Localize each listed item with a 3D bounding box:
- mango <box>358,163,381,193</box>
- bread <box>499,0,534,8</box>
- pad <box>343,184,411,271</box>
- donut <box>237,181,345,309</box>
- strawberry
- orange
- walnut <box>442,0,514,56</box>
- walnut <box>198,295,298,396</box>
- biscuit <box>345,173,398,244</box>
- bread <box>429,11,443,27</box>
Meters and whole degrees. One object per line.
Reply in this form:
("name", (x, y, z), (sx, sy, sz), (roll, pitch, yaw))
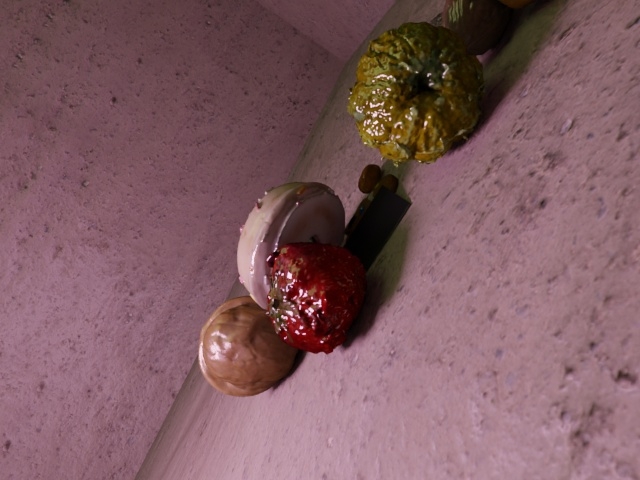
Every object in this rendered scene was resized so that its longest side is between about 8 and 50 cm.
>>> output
("mango", (0.153, -0.192, 1.386), (0.080, 0.060, 0.114), (113, -179, -56))
("bread", (0.498, -0.630, 0.855), (0.236, 0.165, 0.375), (-58, 14, -7))
("pad", (0.131, -0.018, 1.176), (0.245, 0.006, 0.170), (-58, 26, 10))
("donut", (-0.080, 0.010, 1.239), (0.382, 0.142, 0.382), (-36, -41, -39))
("strawberry", (0.001, 0.126, 1.037), (0.274, 0.220, 0.274), (32, 127, 55))
("orange", (0.202, -0.317, 0.975), (0.301, 0.300, 0.223), (-41, 9, 5))
("walnut", (0.378, -0.552, 1.095), (0.230, 0.178, 0.178), (-66, 16, -14))
("walnut", (-0.211, 0.301, 1.288), (0.285, 0.285, 0.296), (-63, 9, -8))
("biscuit", (0.140, -0.091, 1.293), (0.236, 0.039, 0.180), (-53, 15, 21))
("bread", (0.360, -0.646, 1.353), (0.112, 0.036, 0.193), (-27, 35, 50))
